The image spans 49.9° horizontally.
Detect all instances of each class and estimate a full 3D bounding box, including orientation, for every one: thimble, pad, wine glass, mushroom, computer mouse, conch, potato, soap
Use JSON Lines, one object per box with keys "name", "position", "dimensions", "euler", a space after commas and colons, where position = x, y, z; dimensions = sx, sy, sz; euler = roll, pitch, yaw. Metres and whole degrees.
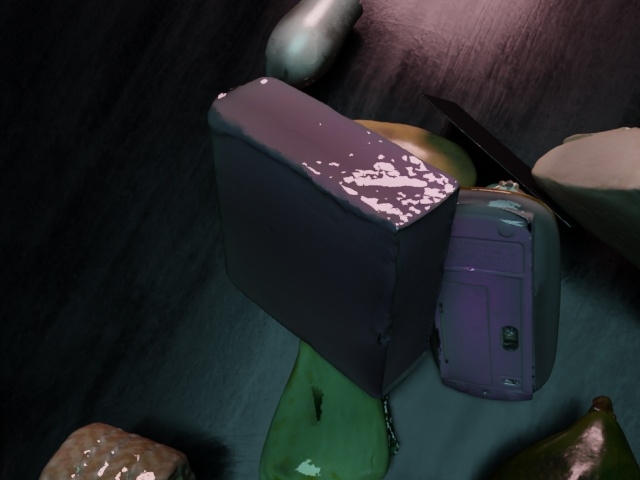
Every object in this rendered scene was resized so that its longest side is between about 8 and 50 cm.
{"name": "thimble", "position": [-0.256, 0.346, 0.824], "dimensions": [0.148, 0.196, 0.229], "euler": [16, 79, 11]}
{"name": "pad", "position": [0.238, -0.105, 0.880], "dimensions": [0.243, 0.164, 0.004], "euler": [46, 113, 15]}
{"name": "wine glass", "position": [-0.031, -0.264, 0.984], "dimensions": [0.103, 0.103, 0.222], "euler": [34, 82, 14]}
{"name": "mushroom", "position": [0.440, 0.009, 0.775], "dimensions": [0.408, 0.154, 0.137], "euler": [34, 67, -3]}
{"name": "computer mouse", "position": [0.193, 0.063, 0.801], "dimensions": [0.158, 0.310, 0.071], "euler": [6, 39, 24]}
{"name": "conch", "position": [0.017, 0.232, 0.864], "dimensions": [0.144, 0.137, 0.250], "euler": [3, 56, 36]}
{"name": "potato", "position": [0.077, -0.089, 0.910], "dimensions": [0.235, 0.128, 0.161], "euler": [-13, 52, -2]}
{"name": "soap", "position": [0.000, 0.000, 0.789], "dimensions": [0.285, 0.296, 0.107], "euler": [35, 54, 27]}

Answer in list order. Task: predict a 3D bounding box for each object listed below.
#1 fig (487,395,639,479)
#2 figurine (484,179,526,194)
{"name": "fig", "position": [0.277, 0.291, 0.762], "dimensions": [0.196, 0.195, 0.244], "euler": [15, 89, 12]}
{"name": "figurine", "position": [0.224, -0.018, 0.859], "dimensions": [0.133, 0.153, 0.132], "euler": [-2, 77, 8]}
